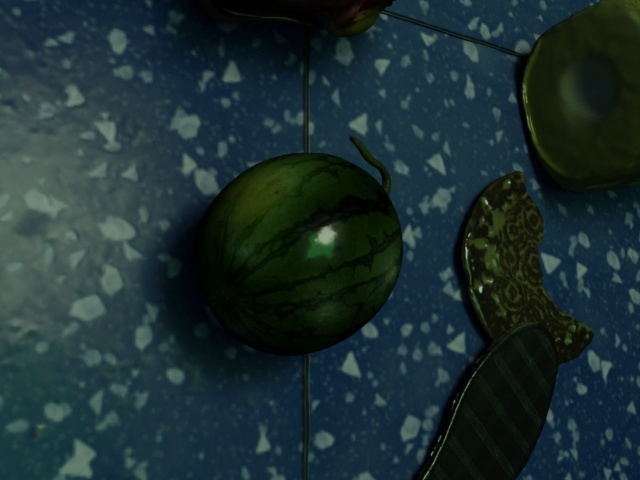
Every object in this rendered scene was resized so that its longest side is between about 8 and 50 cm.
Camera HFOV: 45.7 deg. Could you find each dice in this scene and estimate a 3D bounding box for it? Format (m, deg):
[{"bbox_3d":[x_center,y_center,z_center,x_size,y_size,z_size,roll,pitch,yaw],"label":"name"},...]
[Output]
[{"bbox_3d":[0.320,-0.144,0.758,0.169,0.169,0.166,-6,85,-33],"label":"dice"}]

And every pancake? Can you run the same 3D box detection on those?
[{"bbox_3d":[0.204,0.027,0.741,0.184,0.020,0.191,15,74,-29],"label":"pancake"}]

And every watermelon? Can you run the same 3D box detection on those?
[{"bbox_3d":[0.000,0.000,0.544,0.187,0.140,0.141,-30,98,-37],"label":"watermelon"}]

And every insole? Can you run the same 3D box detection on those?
[{"bbox_3d":[0.126,0.196,0.653,0.309,0.012,0.110,-46,111,-28],"label":"insole"}]

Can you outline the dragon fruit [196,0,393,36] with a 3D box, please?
[{"bbox_3d":[-0.023,-0.284,0.541,0.307,0.243,0.228,50,17,-36],"label":"dragon fruit"}]
